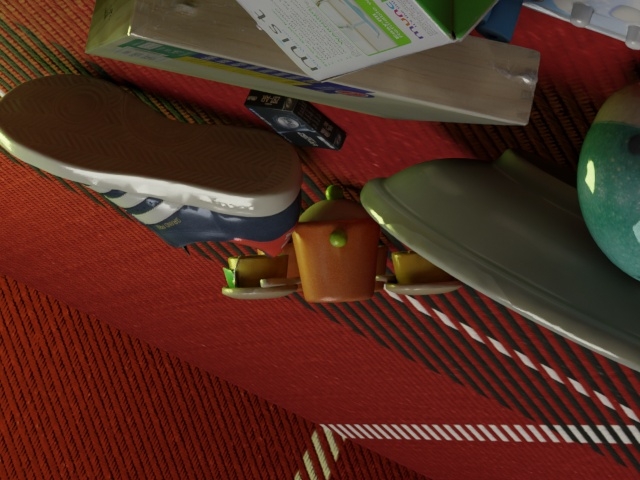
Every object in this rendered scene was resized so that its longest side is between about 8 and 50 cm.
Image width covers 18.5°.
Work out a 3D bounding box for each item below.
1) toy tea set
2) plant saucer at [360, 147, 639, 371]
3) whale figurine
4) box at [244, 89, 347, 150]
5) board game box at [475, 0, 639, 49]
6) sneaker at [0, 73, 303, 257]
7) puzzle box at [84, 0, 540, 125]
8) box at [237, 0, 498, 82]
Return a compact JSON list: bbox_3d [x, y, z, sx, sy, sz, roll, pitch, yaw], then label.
[{"bbox_3d":[0.000,0.000,2.204,0.200,0.124,0.336,-4,-178,-38],"label":"toy tea set"},{"bbox_3d":[0.232,0.011,1.662,0.400,0.100,0.400,26,-171,-4],"label":"plant saucer"},{"bbox_3d":[0.312,-0.015,1.440,0.272,0.141,0.216,24,175,30],"label":"whale figurine"},{"bbox_3d":[-0.024,-0.117,1.908,0.067,0.018,0.083,11,162,42],"label":"box"},{"bbox_3d":[0.270,-0.143,1.172,0.390,0.050,0.390,19,168,-4],"label":"board game box"},{"bbox_3d":[-0.184,-0.063,2.073,0.350,0.131,0.148,19,146,18],"label":"sneaker"},{"bbox_3d":[-0.023,-0.138,1.447,0.272,0.052,0.409,12,-178,-12],"label":"puzzle box"},{"bbox_3d":[-0.018,-0.223,1.050,0.262,0.127,0.231,46,168,-11],"label":"box"}]
